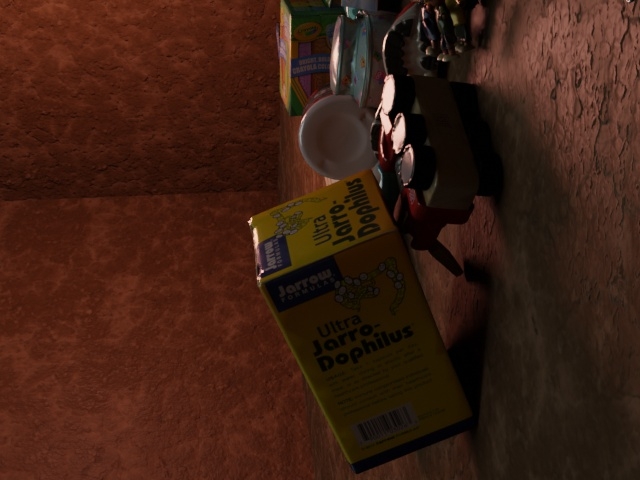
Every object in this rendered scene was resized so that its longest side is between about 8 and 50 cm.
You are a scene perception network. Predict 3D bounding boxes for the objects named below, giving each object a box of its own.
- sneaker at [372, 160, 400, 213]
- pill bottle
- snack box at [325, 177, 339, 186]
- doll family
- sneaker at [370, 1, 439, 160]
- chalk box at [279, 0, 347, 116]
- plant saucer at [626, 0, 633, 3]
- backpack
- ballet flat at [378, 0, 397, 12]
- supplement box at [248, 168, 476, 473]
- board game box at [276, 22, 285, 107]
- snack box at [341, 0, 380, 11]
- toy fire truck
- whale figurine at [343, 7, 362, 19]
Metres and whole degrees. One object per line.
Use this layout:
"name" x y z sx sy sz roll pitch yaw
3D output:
"sneaker" 0.091 -0.071 1.800 0.087 0.092 0.228 -49 -18 -33
"pill bottle" 0.041 -0.225 1.880 0.283 0.161 0.161 -87 -3 -73
"snack box" 0.053 -0.170 2.275 0.322 0.060 0.187 -101 12 -49
"doll family" 0.166 -0.311 1.286 0.193 0.076 0.111 -122 16 -71
"sneaker" 0.145 -0.240 1.502 0.118 0.107 0.279 -72 -8 -51
"chalk box" 0.008 -0.430 2.064 0.180 0.179 0.288 -109 17 -64
"plant saucer" 0.254 -0.286 0.841 0.067 0.018 0.192 95 171 -45
"backpack" 0.090 -0.306 1.636 0.188 0.144 0.165 -118 31 -66
"ballet flat" 0.110 -0.397 1.741 0.058 0.084 0.249 48 148 38
"supplement box" 0.060 0.116 1.361 0.194 0.195 0.356 -106 -8 -61
"board game box" -0.015 -0.424 2.306 0.042 0.165 0.243 98 167 -57
"snack box" 0.086 -0.510 1.565 0.174 0.070 0.207 88 -166 -56
"toy fire truck" 0.151 -0.074 1.322 0.246 0.159 0.217 110 159 -45
"whale figurine" 0.054 -0.534 1.817 0.216 0.141 0.272 -104 13 -55
